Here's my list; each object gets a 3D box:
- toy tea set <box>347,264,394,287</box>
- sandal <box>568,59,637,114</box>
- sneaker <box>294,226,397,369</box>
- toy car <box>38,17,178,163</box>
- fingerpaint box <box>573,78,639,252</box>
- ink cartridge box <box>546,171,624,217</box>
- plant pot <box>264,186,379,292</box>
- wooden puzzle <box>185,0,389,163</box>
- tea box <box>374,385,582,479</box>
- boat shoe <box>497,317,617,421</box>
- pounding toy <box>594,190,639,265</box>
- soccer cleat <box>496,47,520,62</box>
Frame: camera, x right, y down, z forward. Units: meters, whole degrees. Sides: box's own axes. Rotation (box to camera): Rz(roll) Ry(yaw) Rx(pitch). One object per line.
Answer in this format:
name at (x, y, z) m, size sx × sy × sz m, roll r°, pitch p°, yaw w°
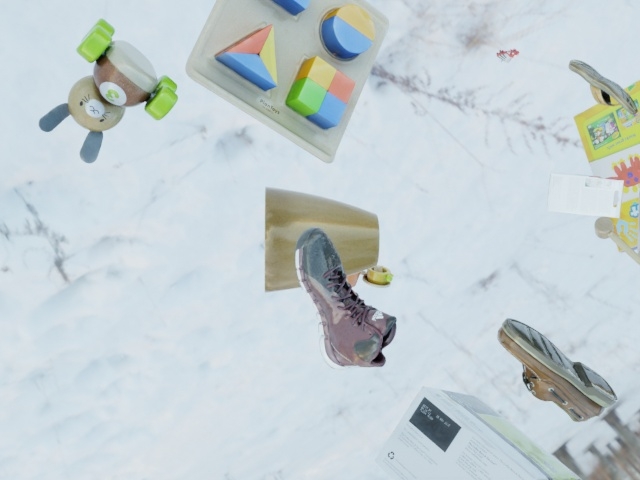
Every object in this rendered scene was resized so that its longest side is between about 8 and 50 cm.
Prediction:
toy tea set at (0.069, 0.028, 2.335) m, size 0.200 × 0.336 × 0.124 m, roll -2°, pitch 113°, yaw -34°
sandal at (0.597, -0.320, 1.693) m, size 0.072 × 0.180 × 0.049 m, roll -23°, pitch 149°, yaw -53°
sneaker at (0.062, 0.106, 1.434) m, size 0.106 × 0.162 × 0.281 m, roll -33°, pitch 113°, yaw -42°
toy car at (-0.337, -0.212, 1.215) m, size 0.188 × 0.149 × 0.155 m, roll -45°, pitch 114°, yaw 10°
fingerpaint box at (0.853, -0.212, 1.839) m, size 0.163 × 0.371 × 0.445 m, roll -9°, pitch 167°, yaw -31°
ink cartridge box at (0.422, -0.072, 1.264) m, size 0.029 × 0.115 × 0.063 m, roll -11°, pitch 107°, yaw -58°
plant pot at (0.000, 0.000, 1.779) m, size 0.254 × 0.237 × 0.237 m, roll 1°, pitch 145°, yaw -3°
wooden puzzle at (-0.036, -0.359, 1.424) m, size 0.322 × 0.080 × 0.348 m, roll 29°, pitch 70°, yaw -26°
tea box at (0.363, 0.525, 1.817) m, size 0.323 × 0.329 × 0.220 m, roll 22°, pitch 102°, yaw -51°
boat shoe at (0.457, 0.274, 1.598) m, size 0.104 × 0.307 × 0.111 m, roll -48°, pitch -164°, yaw 23°
pounding toy at (0.604, -0.015, 1.444) m, size 0.094 × 0.206 × 0.181 m, roll 46°, pitch 50°, yaw -66°
soccer cleat at (0.502, -0.490, 2.115) m, size 0.029 × 0.083 × 0.036 m, roll -42°, pitch 117°, yaw -19°
